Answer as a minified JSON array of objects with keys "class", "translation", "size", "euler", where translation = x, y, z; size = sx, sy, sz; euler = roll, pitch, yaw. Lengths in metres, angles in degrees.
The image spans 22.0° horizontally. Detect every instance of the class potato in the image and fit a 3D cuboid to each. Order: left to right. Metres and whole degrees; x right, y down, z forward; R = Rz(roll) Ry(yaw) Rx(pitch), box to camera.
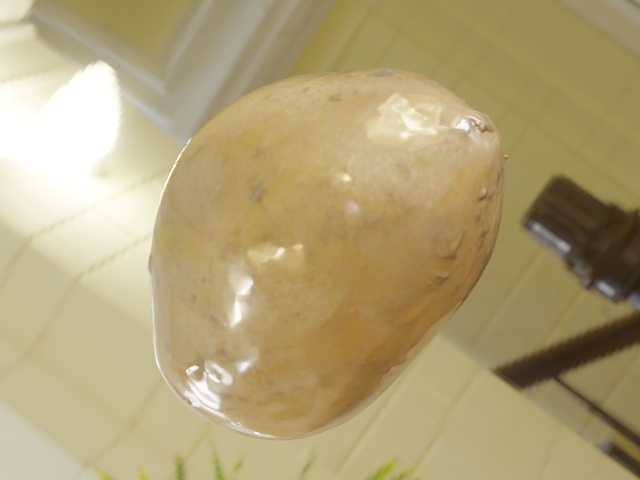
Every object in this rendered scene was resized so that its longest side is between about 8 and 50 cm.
[{"class":"potato","translation":[-0.001,0.003,0.562],"size":[0.147,0.112,0.112],"euler":[-57,-6,20]}]
